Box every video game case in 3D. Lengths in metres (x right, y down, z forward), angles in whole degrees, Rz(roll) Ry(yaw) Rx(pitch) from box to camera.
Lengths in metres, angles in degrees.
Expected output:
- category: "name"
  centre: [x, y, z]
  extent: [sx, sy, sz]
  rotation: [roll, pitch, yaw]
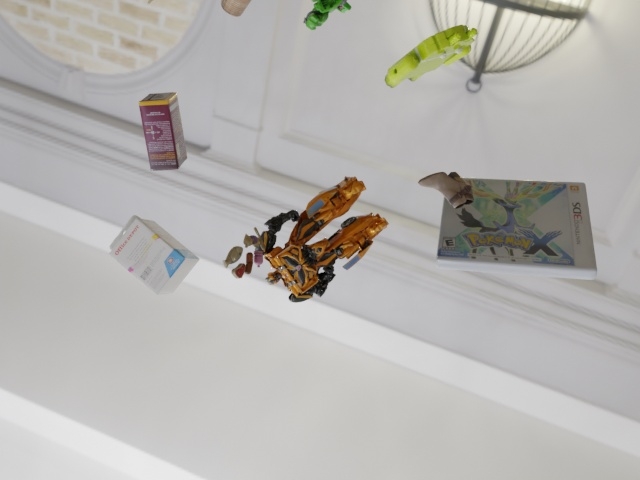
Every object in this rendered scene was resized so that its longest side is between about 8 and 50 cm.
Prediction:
- category: "video game case"
  centre: [0.442, -0.039, 1.399]
  extent: [0.329, 0.036, 0.300]
  rotation: [3, -136, 14]

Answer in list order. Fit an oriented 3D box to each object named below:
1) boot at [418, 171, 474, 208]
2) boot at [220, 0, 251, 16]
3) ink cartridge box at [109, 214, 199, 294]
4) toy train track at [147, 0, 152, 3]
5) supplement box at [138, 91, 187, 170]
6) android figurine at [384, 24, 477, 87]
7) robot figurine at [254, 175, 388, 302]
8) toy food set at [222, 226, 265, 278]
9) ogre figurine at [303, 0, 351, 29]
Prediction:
- category: "boot"
  centre: [0.288, -0.110, 1.376]
  extent: [0.118, 0.042, 0.087]
  rotation: [-14, -114, -18]
- category: "boot"
  centre: [-0.161, -0.697, 1.454]
  extent: [0.109, 0.220, 0.283]
  rotation: [24, -132, -22]
- category: "ink cartridge box"
  centre: [-0.328, 0.025, 1.193]
  extent: [0.143, 0.092, 0.090]
  rotation: [40, -177, 7]
- category: "toy train track"
  centre: [-0.106, -0.194, 0.443]
  extent: [0.014, 0.048, 0.083]
  rotation: [29, -154, -27]
- category: "supplement box"
  centre: [-0.420, -0.293, 1.642]
  extent: [0.080, 0.188, 0.104]
  rotation: [-2, -156, 3]
- category: "android figurine"
  centre: [0.292, -0.483, 1.606]
  extent: [0.248, 0.273, 0.056]
  rotation: [-25, -88, -34]
- category: "robot figurine"
  centre: [0.000, 0.000, 1.328]
  extent: [0.291, 0.211, 0.085]
  rotation: [-41, -160, -16]
- category: "toy food set"
  centre: [-0.142, 0.031, 1.213]
  extent: [0.019, 0.078, 0.122]
  rotation: [1, -141, 32]
- category: "ogre figurine"
  centre: [0.027, -0.531, 1.319]
  extent: [0.096, 0.197, 0.118]
  rotation: [14, -178, -8]
